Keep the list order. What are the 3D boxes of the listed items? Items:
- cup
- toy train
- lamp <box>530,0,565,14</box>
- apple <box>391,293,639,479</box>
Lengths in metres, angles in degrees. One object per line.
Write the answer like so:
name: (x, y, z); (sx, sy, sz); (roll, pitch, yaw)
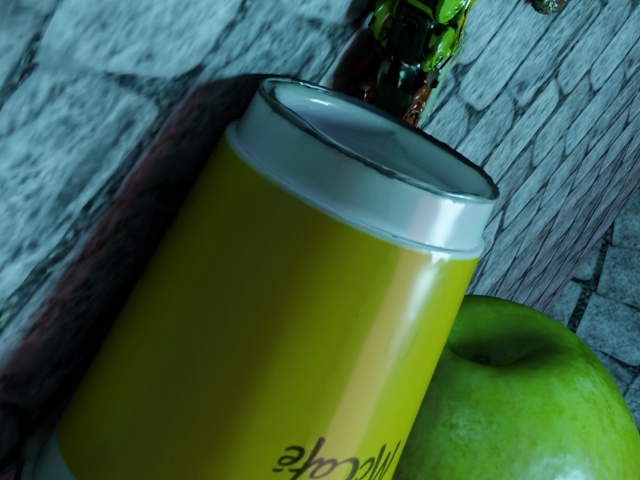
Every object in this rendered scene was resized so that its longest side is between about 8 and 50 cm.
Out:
cup: (-0.027, 0.069, 0.714); (0.279, 0.196, 0.196); (-63, 163, 16)
toy train: (0.054, -0.116, 0.758); (0.085, 0.053, 0.249); (-50, 167, -29)
lamp: (0.182, -0.197, 1.007); (0.083, 0.031, 0.063); (-55, 164, 27)
apple: (0.120, 0.216, 1.240); (0.339, 0.339, 0.339); (-47, 165, -17)
